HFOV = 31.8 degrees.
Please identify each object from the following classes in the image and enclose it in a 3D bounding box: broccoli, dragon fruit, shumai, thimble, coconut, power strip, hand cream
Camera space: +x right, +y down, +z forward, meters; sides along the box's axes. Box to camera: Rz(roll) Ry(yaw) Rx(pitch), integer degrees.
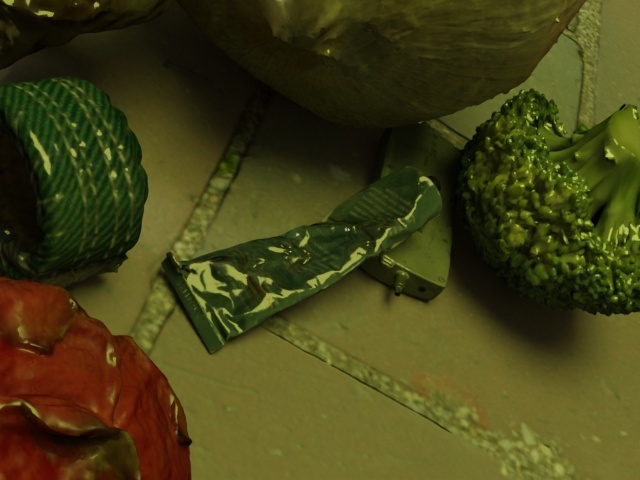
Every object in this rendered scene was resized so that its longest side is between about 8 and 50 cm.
[{"bbox_3d":[0.215,-0.038,0.989,0.198,0.176,0.226,37,61,-21],"label":"broccoli"},{"bbox_3d":[-0.144,0.122,0.526,0.317,0.152,0.205,15,25,-43],"label":"dragon fruit"},{"bbox_3d":[-0.218,-0.206,0.824,0.206,0.176,0.166,6,71,-42],"label":"shumai"},{"bbox_3d":[-0.181,-0.042,0.753,0.090,0.118,0.135,-16,63,-42],"label":"thimble"},{"bbox_3d":[0.045,-0.278,0.922,0.405,0.404,0.404,19,44,-20],"label":"coconut"},{"bbox_3d":[0.080,-0.027,0.990,0.080,0.029,0.226,28,41,-12],"label":"power strip"},{"bbox_3d":[0.000,-0.001,0.867,0.248,0.052,0.075,-24,51,-32],"label":"hand cream"}]
